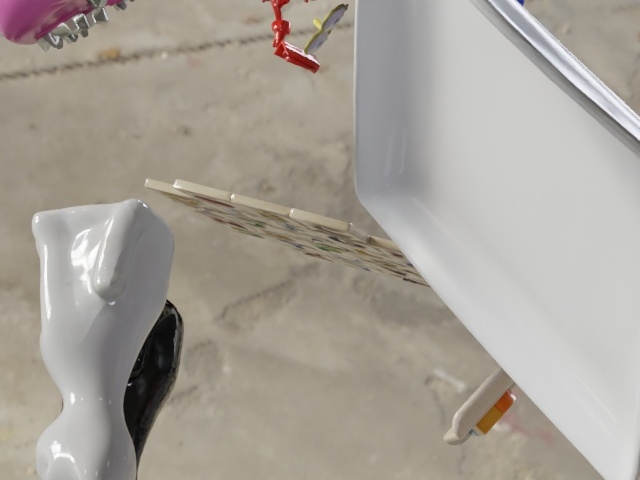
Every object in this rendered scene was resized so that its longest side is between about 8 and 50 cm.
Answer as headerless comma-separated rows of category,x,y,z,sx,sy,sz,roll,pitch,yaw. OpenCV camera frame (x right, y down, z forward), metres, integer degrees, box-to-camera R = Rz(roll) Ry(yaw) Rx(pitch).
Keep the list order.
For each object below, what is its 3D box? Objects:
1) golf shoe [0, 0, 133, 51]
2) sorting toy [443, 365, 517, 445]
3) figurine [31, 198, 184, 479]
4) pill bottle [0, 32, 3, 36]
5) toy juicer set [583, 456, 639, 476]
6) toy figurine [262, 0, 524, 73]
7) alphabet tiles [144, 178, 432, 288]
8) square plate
golf shoe,-0.104,-0.203,0.785,0.140,0.115,0.306,50,35,-13
sorting toy,0.213,0.152,1.689,0.038,0.208,0.193,42,84,10
figurine,-0.138,0.109,0.983,0.092,0.215,0.209,0,63,-3
pill bottle,-0.277,-0.260,1.200,0.108,0.108,0.193,-1,53,-28
toy juicer set,0.386,0.216,1.630,0.209,0.089,0.329,-12,-2,19
toy figurine,0.125,-0.305,1.533,0.217,0.362,0.191,23,20,-26
alphabet tiles,0.000,0.000,1.478,0.285,0.011,0.342,15,-5,20
square plate,0.137,-0.031,1.057,0.049,0.347,0.344,-30,59,-19
